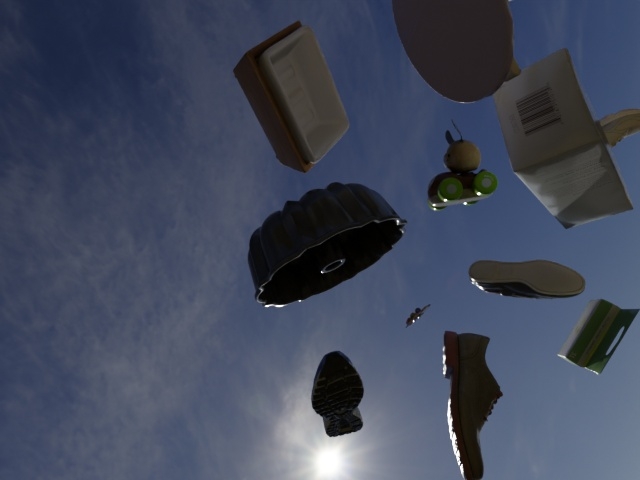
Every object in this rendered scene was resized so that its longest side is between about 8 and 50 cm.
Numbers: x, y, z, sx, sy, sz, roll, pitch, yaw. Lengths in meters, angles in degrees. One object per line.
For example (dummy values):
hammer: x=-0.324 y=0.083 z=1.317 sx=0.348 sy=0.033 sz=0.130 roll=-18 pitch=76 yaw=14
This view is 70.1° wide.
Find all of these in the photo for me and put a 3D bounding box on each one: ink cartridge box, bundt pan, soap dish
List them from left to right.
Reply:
soap dish: x=-0.062 y=-0.336 z=1.081 sx=0.229 sy=0.118 sz=0.290 roll=-54 pitch=-52 yaw=-40
bundt pan: x=0.000 y=0.000 z=0.912 sx=0.331 sy=0.124 sz=0.330 roll=-24 pitch=-21 yaw=-9
ink cartridge box: x=0.651 y=0.222 z=1.085 sx=0.171 sy=0.056 sz=0.235 roll=-59 pitch=-22 yaw=1

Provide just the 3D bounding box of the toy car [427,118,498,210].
toy car: x=0.310 y=-0.177 z=1.055 sx=0.149 sy=0.155 sz=0.188 roll=-10 pitch=-96 yaw=3

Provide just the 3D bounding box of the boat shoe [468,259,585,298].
boat shoe: x=0.629 y=0.123 z=1.403 sx=0.095 sy=0.336 sz=0.112 roll=46 pitch=-120 yaw=-43

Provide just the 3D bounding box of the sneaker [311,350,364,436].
sneaker: x=0.032 y=0.366 z=1.146 sx=0.130 sy=0.147 sz=0.329 roll=-12 pitch=-44 yaw=-7

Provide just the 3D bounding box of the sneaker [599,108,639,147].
sneaker: x=0.809 y=-0.280 z=1.305 sx=0.099 sy=0.263 sz=0.120 roll=47 pitch=-149 yaw=-54

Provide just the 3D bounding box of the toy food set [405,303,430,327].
toy food set: x=0.306 y=0.241 z=1.466 sx=0.122 sy=0.019 sz=0.077 roll=-9 pitch=-45 yaw=-57

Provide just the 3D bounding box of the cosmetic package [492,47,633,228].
cosmetic package: x=0.522 y=-0.189 z=0.971 sx=0.385 sy=0.156 sz=0.217 roll=19 pitch=-122 yaw=-46

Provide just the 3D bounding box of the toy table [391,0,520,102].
toy table: x=0.247 y=-0.377 z=0.775 sx=0.161 sy=0.252 sz=0.274 roll=-29 pitch=-75 yaw=-42

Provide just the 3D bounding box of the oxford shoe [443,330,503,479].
oxford shoe: x=0.364 y=0.377 z=1.069 sx=0.123 sy=0.131 sz=0.347 roll=70 pitch=-159 yaw=-59
